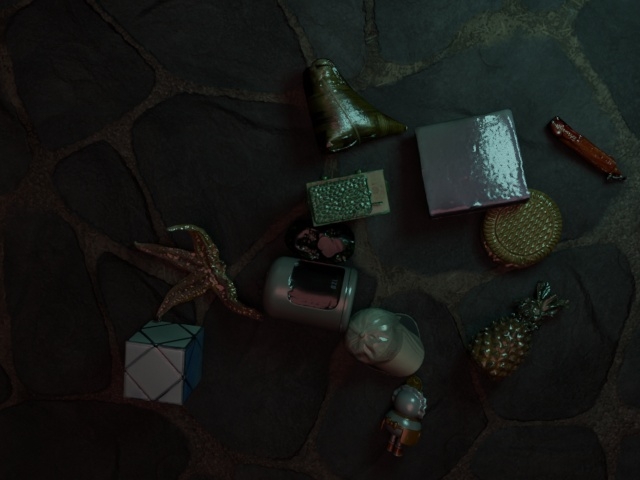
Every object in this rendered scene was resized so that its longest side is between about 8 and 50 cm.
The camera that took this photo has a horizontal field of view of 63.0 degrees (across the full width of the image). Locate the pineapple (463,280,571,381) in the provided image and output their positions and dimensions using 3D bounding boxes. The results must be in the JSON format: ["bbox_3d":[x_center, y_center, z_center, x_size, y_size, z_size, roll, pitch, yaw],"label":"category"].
[{"bbox_3d":[0.631,0.288,1.660,0.361,0.175,0.175,-38,96,-4],"label":"pineapple"}]

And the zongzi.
[{"bbox_3d":[0.105,-0.420,1.584,0.288,0.134,0.286,-14,95,-6],"label":"zongzi"}]

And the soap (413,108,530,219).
[{"bbox_3d":[0.444,-0.225,1.558,0.296,0.107,0.285,-8,84,8],"label":"soap"}]

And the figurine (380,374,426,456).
[{"bbox_3d":[0.281,0.586,1.753,0.143,0.143,0.271,6,103,4],"label":"figurine"}]

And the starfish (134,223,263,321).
[{"bbox_3d":[-0.417,0.116,1.725,0.384,0.132,0.398,-13,113,14],"label":"starfish"}]

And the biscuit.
[{"bbox_3d":[0.622,-0.036,1.629,0.259,0.079,0.259,1,100,3],"label":"biscuit"}]

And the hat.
[{"bbox_3d":[0.205,0.344,1.702,0.275,0.161,0.232,38,106,-6],"label":"hat"}]

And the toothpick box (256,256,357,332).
[{"bbox_3d":[-0.052,0.170,1.670,0.316,0.229,0.229,11,102,5],"label":"toothpick box"}]

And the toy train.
[{"bbox_3d":[0.080,-0.134,1.593,0.266,0.202,0.145,-11,98,4],"label":"toy train"}]

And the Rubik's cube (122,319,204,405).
[{"bbox_3d":[-0.519,0.404,1.746,0.207,0.205,0.205,8,102,2],"label":"Rubik's cube"}]

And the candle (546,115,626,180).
[{"bbox_3d":[0.809,-0.271,1.579,0.302,0.084,0.059,34,133,-9],"label":"candle"}]

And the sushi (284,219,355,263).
[{"bbox_3d":[0.000,0.000,1.665,0.225,0.127,0.124,10,101,5],"label":"sushi"}]
